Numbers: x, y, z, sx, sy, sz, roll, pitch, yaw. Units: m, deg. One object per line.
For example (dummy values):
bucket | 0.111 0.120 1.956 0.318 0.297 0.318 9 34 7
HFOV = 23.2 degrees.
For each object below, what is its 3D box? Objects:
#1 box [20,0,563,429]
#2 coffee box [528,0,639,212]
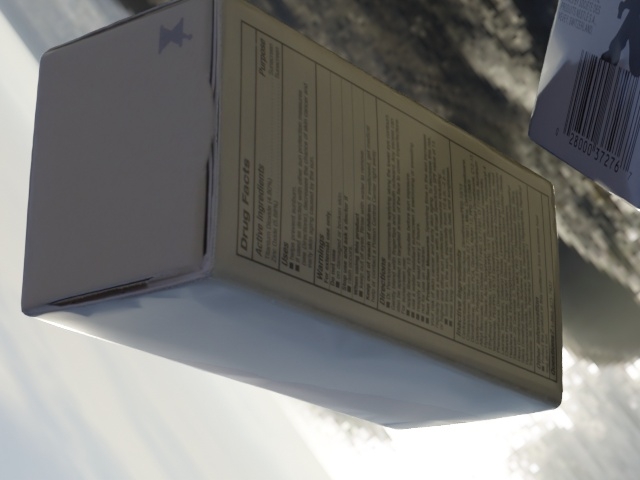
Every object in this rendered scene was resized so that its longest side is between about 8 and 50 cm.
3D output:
box | 0.000 0.000 0.822 0.311 0.121 0.148 25 -121 -48
coffee box | 0.199 -0.156 0.552 0.119 0.168 0.297 -129 48 -68
